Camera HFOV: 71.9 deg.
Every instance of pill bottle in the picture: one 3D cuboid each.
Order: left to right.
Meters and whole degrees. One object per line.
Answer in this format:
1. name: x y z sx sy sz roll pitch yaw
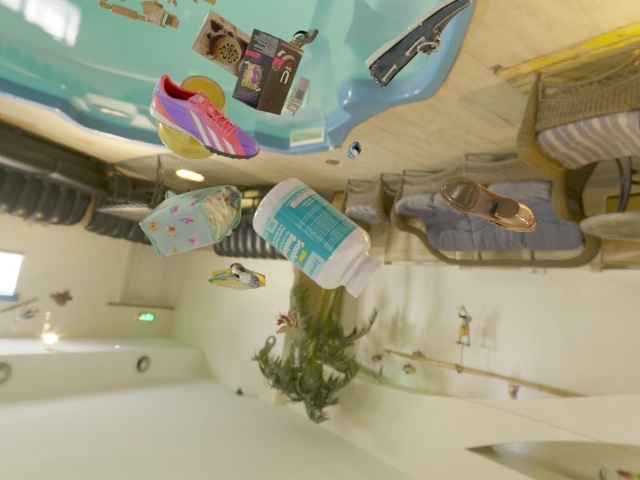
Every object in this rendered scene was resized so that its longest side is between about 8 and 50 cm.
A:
1. pill bottle: 0.000 0.000 0.908 0.264 0.146 0.146 39 179 14

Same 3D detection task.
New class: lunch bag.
1. lunch bag: -0.377 -0.077 1.354 0.224 0.160 0.262 -14 -158 16

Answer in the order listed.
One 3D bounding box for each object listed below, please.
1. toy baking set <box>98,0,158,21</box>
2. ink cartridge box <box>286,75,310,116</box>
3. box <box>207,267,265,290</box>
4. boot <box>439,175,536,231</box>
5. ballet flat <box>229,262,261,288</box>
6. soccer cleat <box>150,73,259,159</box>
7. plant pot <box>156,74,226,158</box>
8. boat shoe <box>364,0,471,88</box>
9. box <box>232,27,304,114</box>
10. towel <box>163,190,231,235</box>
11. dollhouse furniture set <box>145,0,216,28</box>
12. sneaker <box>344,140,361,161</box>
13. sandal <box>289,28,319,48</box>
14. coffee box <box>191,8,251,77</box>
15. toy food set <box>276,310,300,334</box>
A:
1. toy baking set: -0.655 -0.830 1.461 0.256 0.030 0.197 4 150 -29
2. ink cartridge box: -0.060 -0.353 1.091 0.029 0.062 0.115 21 174 -15
3. box: -0.258 0.119 1.367 0.105 0.043 0.179 -12 164 19
4. boot: 0.369 -0.070 0.972 0.197 0.072 0.152 34 -169 39
5. ballet flat: -0.202 0.092 1.154 0.114 0.041 0.041 32 -171 39
6. soccer cleat: -0.306 -0.326 1.189 0.318 0.108 0.116 27 131 -2
7. plant pot: -0.450 -0.461 1.606 0.254 0.253 0.239 12 156 -23
8. boat shoe: 0.212 -0.424 0.943 0.255 0.079 0.095 -30 -172 29
9. box: -0.204 -0.647 1.715 0.143 0.270 0.165 32 -158 22
10. towel: -0.466 -0.103 1.652 0.235 0.121 0.284 8 -174 -27
11. dollhouse furniture set: -0.418 -0.699 1.287 0.101 0.161 0.182 39 -157 13
12. sneaker: 0.151 -0.388 1.880 0.053 0.144 0.059 42 129 -14
13. sandal: -0.097 -0.965 2.107 0.060 0.089 0.219 31 164 -36
14. coffee box: -0.414 -0.882 2.023 0.297 0.118 0.168 25 126 -27
15. toy food set: -0.132 0.319 1.740 0.122 0.077 0.019 -7 -177 -44
